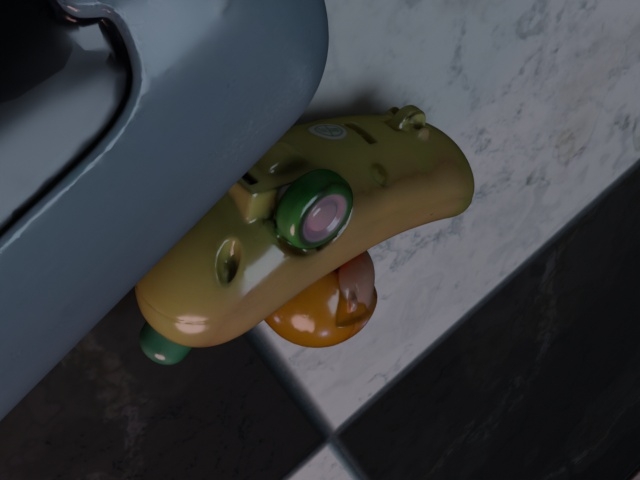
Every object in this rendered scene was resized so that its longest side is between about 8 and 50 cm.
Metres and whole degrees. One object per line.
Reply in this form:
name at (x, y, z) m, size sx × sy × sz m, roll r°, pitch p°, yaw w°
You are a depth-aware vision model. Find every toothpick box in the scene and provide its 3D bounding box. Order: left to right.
toothpick box at (-0.151, -0.077, 0.438) m, size 0.354 × 0.263 × 0.263 m, roll -45°, pitch 143°, yaw -5°

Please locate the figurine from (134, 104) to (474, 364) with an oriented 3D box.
figurine at (0.000, 0.000, 0.734) m, size 0.325 × 0.124 × 0.222 m, roll -18°, pitch 134°, yaw -38°
